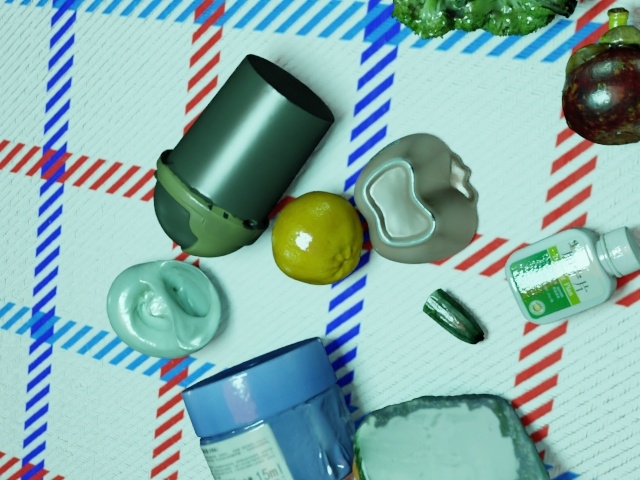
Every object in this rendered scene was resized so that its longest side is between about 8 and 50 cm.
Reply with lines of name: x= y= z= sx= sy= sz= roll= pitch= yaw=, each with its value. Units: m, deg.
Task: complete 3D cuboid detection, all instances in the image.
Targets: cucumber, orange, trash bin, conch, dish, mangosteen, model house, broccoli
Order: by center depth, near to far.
broccoli: x=0.213 y=-0.417 z=1.234 sx=0.304 sy=0.283 sz=0.321 roll=-14 pitch=108 yaw=18
mangosteen: x=0.400 y=-0.215 z=1.249 sx=0.146 sy=0.156 sz=0.181 roll=127 pitch=140 yaw=-48
model house: x=0.168 y=0.407 z=1.418 sx=0.190 sy=0.272 sz=0.300 roll=-117 pitch=27 yaw=-43
dish: x=0.136 y=-0.059 z=1.421 sx=0.213 sy=0.090 sz=0.213 roll=4 pitch=98 yaw=28
cucumber: x=0.210 y=0.125 z=1.429 sx=0.105 sy=0.048 sz=0.048 roll=42 pitch=113 yaw=17
orange: x=0.000 y=0.000 z=1.462 sx=0.136 sy=0.159 sz=0.159 roll=37 pitch=112 yaw=37
trash bin: x=-0.144 y=-0.120 z=1.494 sx=0.214 sy=0.214 sz=0.334 roll=44 pitch=111 yaw=16
conch: x=-0.274 y=0.121 z=1.641 sx=0.221 sy=0.121 sz=0.184 roll=25 pitch=104 yaw=15

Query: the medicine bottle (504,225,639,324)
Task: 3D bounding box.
medicine bottle: x=0.369 y=0.043 z=1.326 sx=0.183 sy=0.069 sz=0.119 roll=-25 pitch=82 yaw=26

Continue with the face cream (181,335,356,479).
face cream: x=-0.075 y=0.302 z=1.489 sx=0.249 sy=0.249 sz=0.225 roll=-21 pitch=89 yaw=28
